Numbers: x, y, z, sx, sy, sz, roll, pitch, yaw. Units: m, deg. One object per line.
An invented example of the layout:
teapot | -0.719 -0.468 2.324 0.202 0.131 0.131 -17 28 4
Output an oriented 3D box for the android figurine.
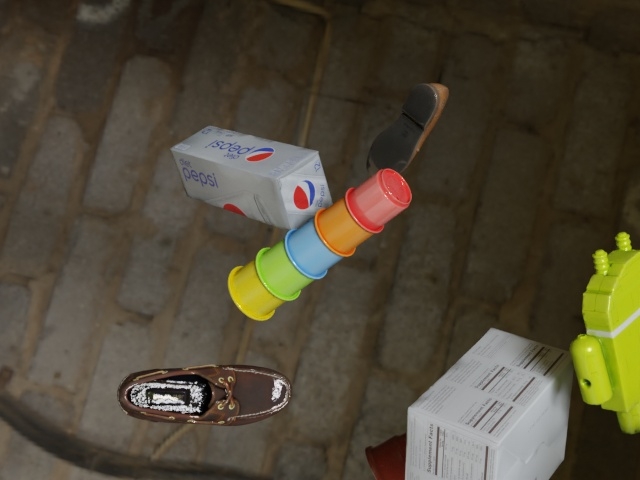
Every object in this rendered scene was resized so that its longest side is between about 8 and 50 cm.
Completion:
android figurine | 0.437 0.126 1.414 0.248 0.056 0.273 -32 112 -37

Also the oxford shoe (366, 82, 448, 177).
oxford shoe | 0.153 -0.177 1.699 0.076 0.076 0.212 -20 154 -51

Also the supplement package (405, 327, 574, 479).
supplement package | 0.251 0.289 1.480 0.262 0.145 0.204 -32 130 -46

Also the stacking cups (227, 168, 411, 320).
stacking cups | 0.000 0.000 1.457 0.316 0.096 0.096 -38 -167 30

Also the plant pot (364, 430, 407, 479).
plant pot | 0.274 0.453 2.013 0.265 0.272 0.272 -37 172 5

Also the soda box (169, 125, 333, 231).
soda box | -0.114 -0.102 1.590 0.091 0.286 0.098 -35 125 -30

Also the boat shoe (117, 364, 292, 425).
boat shoe | -0.131 0.182 1.168 0.073 0.207 0.073 141 -55 -74
